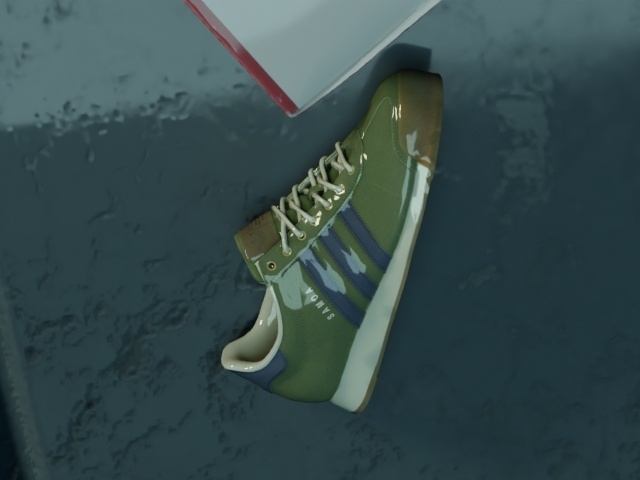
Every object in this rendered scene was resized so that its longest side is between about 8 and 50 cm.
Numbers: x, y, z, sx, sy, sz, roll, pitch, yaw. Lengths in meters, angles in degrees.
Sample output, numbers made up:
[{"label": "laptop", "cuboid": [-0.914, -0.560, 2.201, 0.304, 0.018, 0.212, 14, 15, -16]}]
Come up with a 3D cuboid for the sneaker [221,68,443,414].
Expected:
[{"label": "sneaker", "cuboid": [0.000, 0.000, 0.670, 0.086, 0.064, 0.192, 10, 114, -9]}]

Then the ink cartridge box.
[{"label": "ink cartridge box", "cuboid": [-0.002, -0.158, 0.553, 0.127, 0.176, 0.128, -39, 105, 16]}]
